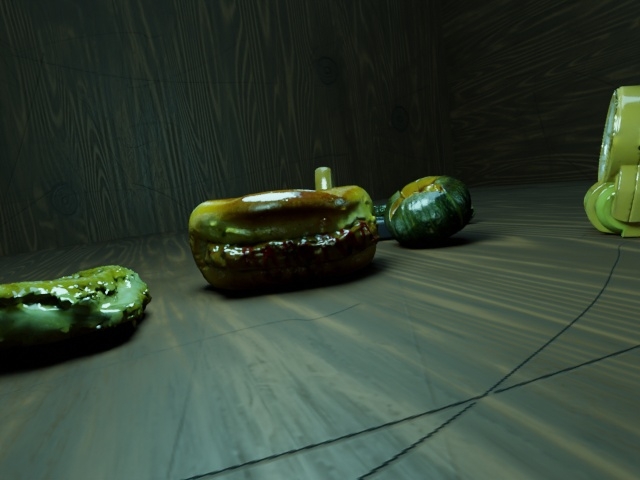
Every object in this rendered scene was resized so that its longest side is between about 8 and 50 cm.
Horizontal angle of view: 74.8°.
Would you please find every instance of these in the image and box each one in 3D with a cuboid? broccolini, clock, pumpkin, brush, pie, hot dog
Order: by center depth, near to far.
[{"bbox_3d":[-0.439,0.107,0.663,0.355,0.102,0.288,-8,1,6],"label":"pie"},{"bbox_3d":[-0.064,-0.009,0.849,0.406,0.185,0.223,-8,6,-8],"label":"hot dog"},{"bbox_3d":[0.704,-0.176,0.919,0.201,0.316,0.244,4,11,26],"label":"clock"},{"bbox_3d":[0.283,-0.071,1.097,0.238,0.159,0.238,-22,19,8],"label":"pumpkin"},{"bbox_3d":[-0.015,-0.168,1.734,0.166,0.266,0.174,-4,18,12],"label":"brush"},{"bbox_3d":[0.303,-0.142,1.850,0.203,0.091,0.068,-20,51,0],"label":"broccolini"}]

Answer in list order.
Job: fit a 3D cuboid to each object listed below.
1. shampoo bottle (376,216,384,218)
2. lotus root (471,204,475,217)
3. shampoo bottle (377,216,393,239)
[{"bbox_3d":[0.233,-0.063,1.526,0.077,0.044,0.152,-8,5,-23],"label":"shampoo bottle"},{"bbox_3d":[0.421,-0.087,1.400,0.183,0.077,0.090,-4,0,-2],"label":"lotus root"},{"bbox_3d":[0.184,-0.039,1.287,0.310,0.071,0.098,-7,6,0],"label":"shampoo bottle"}]
